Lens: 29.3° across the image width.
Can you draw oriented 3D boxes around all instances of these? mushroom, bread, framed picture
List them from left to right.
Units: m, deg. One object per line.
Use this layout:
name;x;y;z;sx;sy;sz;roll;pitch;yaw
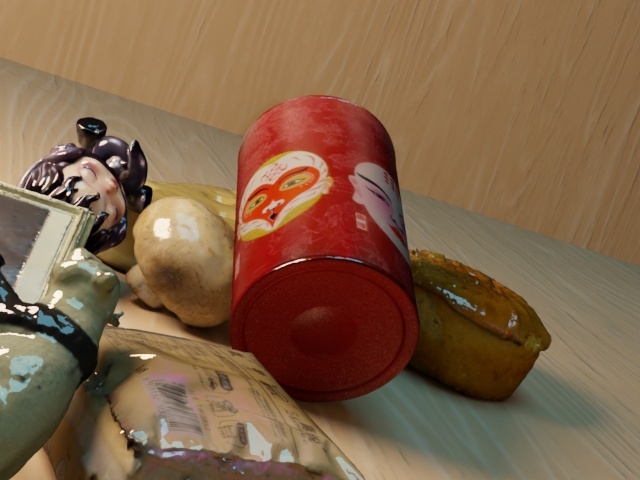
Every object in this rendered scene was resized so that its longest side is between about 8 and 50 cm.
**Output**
framed picture;-0.348;0.020;1.132;0.231;0.018;0.293;18;35;-8
mushroom;-0.160;0.027;1.458;0.166;0.127;0.166;51;22;-30
bread;0.187;0.110;1.668;0.269;0.145;0.268;24;12;-5

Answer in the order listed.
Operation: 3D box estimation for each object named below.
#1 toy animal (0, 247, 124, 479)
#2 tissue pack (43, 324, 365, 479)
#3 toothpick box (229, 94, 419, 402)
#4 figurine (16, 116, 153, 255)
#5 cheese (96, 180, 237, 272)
toy animal;-0.226;0.087;0.885;0.121;0.093;0.225;17;41;17
tissue pack;-0.106;0.153;0.966;0.215;0.123;0.257;16;13;-29
toothpick box;0.000;0.000;1.405;0.204;0.204;0.333;18;34;-15
figurine;-0.303;-0.044;1.446;0.145;0.145;0.222;22;36;10
cheese;-0.118;0.005;1.712;0.384;0.104;0.384;19;12;-4
